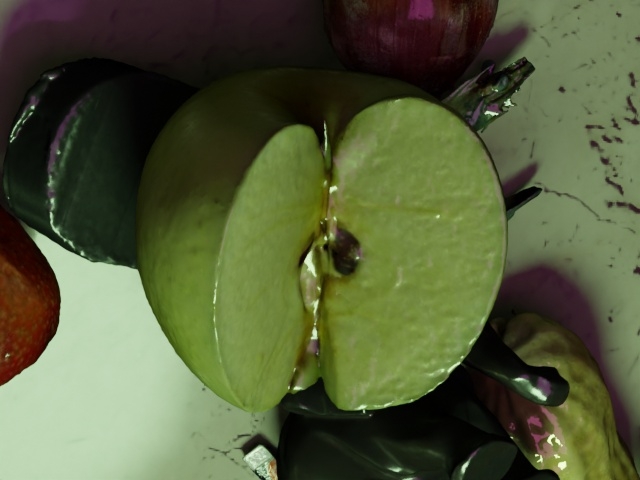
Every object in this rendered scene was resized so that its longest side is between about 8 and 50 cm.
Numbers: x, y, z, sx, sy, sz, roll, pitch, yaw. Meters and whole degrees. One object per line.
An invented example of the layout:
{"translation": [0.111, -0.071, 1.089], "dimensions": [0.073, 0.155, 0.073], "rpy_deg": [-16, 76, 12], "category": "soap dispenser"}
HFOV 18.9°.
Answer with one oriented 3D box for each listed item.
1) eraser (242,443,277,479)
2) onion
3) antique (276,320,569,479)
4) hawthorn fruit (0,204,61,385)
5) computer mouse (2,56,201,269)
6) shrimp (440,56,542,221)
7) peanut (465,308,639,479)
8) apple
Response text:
{"translation": [-0.038, 0.231, 1.845], "dimensions": [0.027, 0.019, 0.099], "rpy_deg": [-38, 116, 2], "category": "eraser"}
{"translation": [0.075, -0.181, 1.631], "dimensions": [0.159, 0.159, 0.195], "rpy_deg": [-9, 118, -12], "category": "onion"}
{"translation": [0.071, 0.185, 1.730], "dimensions": [0.185, 0.255, 0.322], "rpy_deg": [-6, 131, -40], "category": "antique"}
{"translation": [-0.307, 0.043, 1.617], "dimensions": [0.173, 0.173, 0.179], "rpy_deg": [-32, 89, -1], "category": "hawthorn fruit"}
{"translation": [-0.142, -0.059, 1.662], "dimensions": [0.295, 0.087, 0.168], "rpy_deg": [18, 97, -36], "category": "computer mouse"}
{"translation": [0.135, -0.068, 1.757], "dimensions": [0.150, 0.051, 0.217], "rpy_deg": [36, 106, -29], "category": "shrimp"}
{"translation": [0.229, 0.213, 1.847], "dimensions": [0.149, 0.149, 0.313], "rpy_deg": [-26, 121, -4], "category": "peanut"}
{"translation": [-0.013, -0.008, 1.566], "dimensions": [0.295, 0.233, 0.258], "rpy_deg": [-8, 119, -22], "category": "apple"}
